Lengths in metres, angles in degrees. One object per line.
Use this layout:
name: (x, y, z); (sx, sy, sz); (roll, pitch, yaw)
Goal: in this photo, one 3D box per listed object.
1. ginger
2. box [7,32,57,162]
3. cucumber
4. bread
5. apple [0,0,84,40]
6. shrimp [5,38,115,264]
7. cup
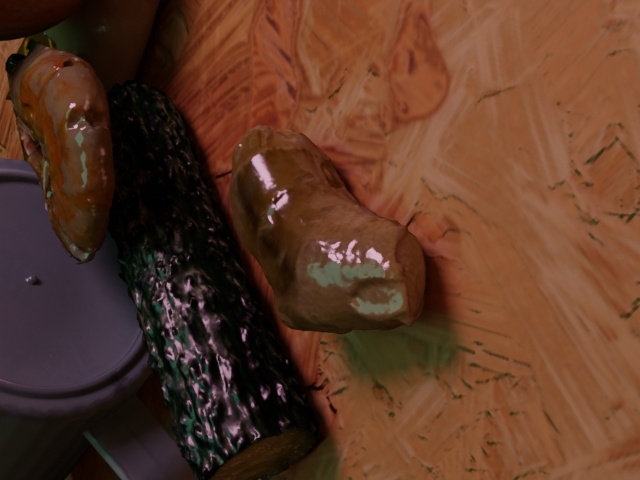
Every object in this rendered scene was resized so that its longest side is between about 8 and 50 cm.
ginger: (0.000, -0.001, 0.603); (0.190, 0.069, 0.095); (51, 134, 38)
box: (-0.275, -0.128, 1.003); (0.121, 0.030, 0.193); (-41, 59, 45)
cucumber: (-0.107, 0.007, 0.724); (0.096, 0.096, 0.359); (-52, 52, 40)
bread: (-0.183, -0.227, 0.850); (0.139, 0.060, 0.178); (55, 131, 37)
apple: (-0.266, -0.260, 0.757); (0.211, 0.188, 0.211); (0, 90, 56)
shrimp: (-0.206, -0.083, 0.758); (0.294, 0.062, 0.153); (-131, 42, -58)
cup: (-0.291, 0.137, 0.842); (0.311, 0.257, 0.331); (-46, 53, 41)
